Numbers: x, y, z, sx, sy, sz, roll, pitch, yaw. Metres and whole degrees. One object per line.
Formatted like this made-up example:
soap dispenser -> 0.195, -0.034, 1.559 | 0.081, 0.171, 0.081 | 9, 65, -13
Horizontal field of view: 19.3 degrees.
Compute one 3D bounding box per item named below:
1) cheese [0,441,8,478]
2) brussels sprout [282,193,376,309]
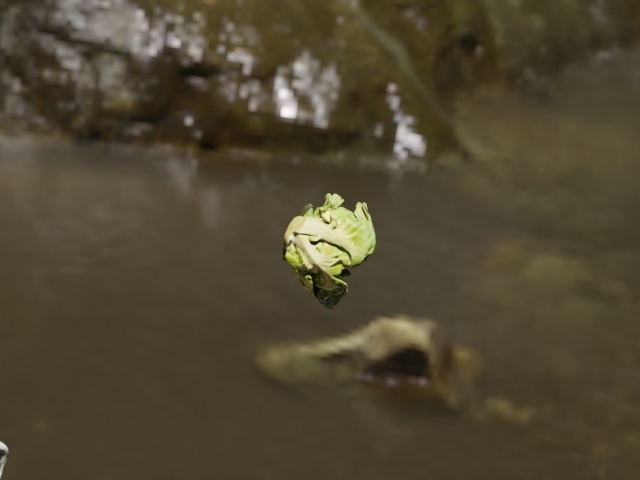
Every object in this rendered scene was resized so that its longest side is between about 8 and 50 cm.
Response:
cheese -> -0.238, 0.127, 0.985 | 0.050, 0.127, 0.235 | 23, 9, 23
brussels sprout -> 0.000, 0.000, 1.429 | 0.058, 0.085, 0.085 | 28, 13, -21
